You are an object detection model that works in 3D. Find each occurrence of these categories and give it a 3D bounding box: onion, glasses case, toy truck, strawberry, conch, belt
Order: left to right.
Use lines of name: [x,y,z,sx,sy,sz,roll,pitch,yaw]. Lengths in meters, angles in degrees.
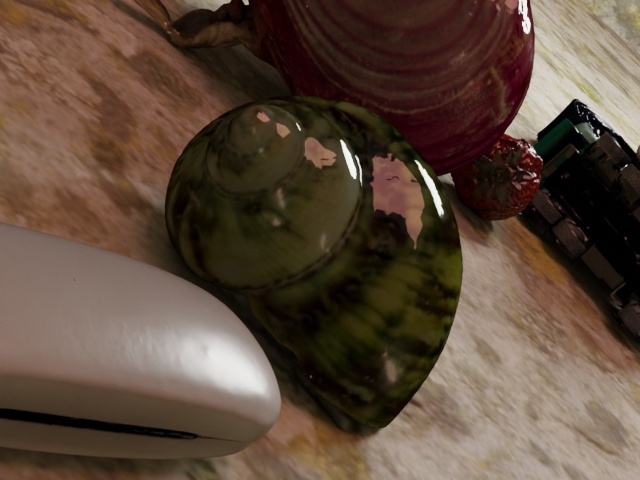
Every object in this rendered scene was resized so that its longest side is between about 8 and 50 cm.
glasses case: [-0.107,0.042,0.533,0.233,0.059,0.092,15,33,-49]
conch: [0.002,-0.002,0.723,0.181,0.124,0.187,17,41,-43]
onion: [0.054,-0.164,1.009,0.230,0.272,0.256,67,25,-10]
strawberry: [0.160,-0.056,1.173,0.083,0.083,0.096,44,-11,2]
belt: [0.334,-0.081,1.519,0.151,0.078,0.198,26,28,-41]
toy truck: [0.292,-0.007,1.270,0.253,0.114,0.124,54,13,26]

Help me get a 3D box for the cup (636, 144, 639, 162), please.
cup: [0.396,-0.074,1.231,0.134,0.142,0.173,55,0,-38]
